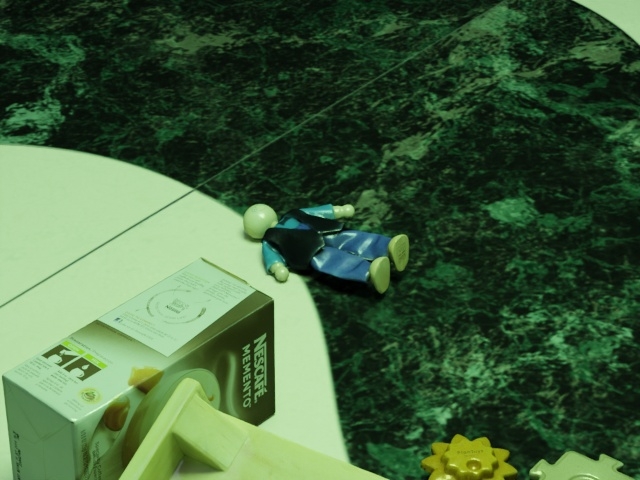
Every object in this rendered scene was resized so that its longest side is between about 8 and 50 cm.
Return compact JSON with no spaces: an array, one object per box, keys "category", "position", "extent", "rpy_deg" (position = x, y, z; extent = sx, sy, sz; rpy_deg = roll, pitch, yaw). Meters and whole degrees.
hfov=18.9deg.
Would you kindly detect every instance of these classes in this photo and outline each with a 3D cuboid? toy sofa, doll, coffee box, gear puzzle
[{"category":"toy sofa","position":[0.016,0.266,1.567],"extent":[0.362,0.177,0.150],"rpy_deg":[19,63,24]},{"category":"doll","position":[0.000,0.000,2.014],"extent":[0.189,0.046,0.129],"rpy_deg":[16,46,31]},{"category":"coffee box","position":[-0.157,0.138,1.725],"extent":[0.098,0.141,0.246],"rpy_deg":[27,43,33]},{"category":"gear puzzle","position":[0.242,0.238,1.674],"extent":[0.339,0.044,0.175],"rpy_deg":[23,40,29]}]
